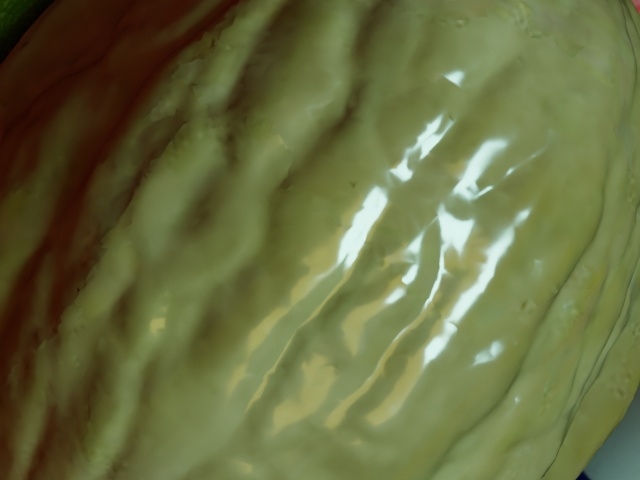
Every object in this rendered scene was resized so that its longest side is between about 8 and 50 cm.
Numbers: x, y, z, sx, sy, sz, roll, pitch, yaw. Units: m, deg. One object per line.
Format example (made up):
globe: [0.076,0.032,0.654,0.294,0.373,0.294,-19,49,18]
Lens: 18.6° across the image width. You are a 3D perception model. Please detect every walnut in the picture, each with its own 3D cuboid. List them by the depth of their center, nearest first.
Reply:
walnut: [0.000,0.000,0.619,0.225,0.225,0.261,37,93,-26]

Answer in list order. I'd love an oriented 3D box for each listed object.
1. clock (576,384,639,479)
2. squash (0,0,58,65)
clock: [0.164,0.134,0.717,0.083,0.230,0.230,-39,117,0]
squash: [-0.078,-0.126,0.631,0.069,0.069,0.258,34,97,-26]
